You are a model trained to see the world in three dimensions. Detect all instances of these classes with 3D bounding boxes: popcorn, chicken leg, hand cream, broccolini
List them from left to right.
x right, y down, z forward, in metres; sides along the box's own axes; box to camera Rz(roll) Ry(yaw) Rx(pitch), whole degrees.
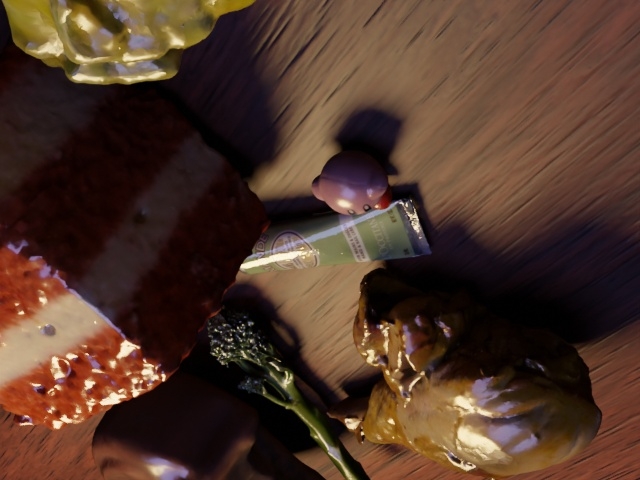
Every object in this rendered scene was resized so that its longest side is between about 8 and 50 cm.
[{"bbox_3d":[-0.161,-0.252,0.734,0.252,0.215,0.286,11,151,7],"label":"popcorn"},{"bbox_3d":[-0.030,0.242,1.280,0.392,0.074,0.079,56,169,-23],"label":"broccolini"},{"bbox_3d":[0.000,0.000,1.070,0.235,0.055,0.086,-7,135,21],"label":"hand cream"},{"bbox_3d":[0.120,0.156,1.141,0.295,0.182,0.409,45,149,-14],"label":"chicken leg"}]

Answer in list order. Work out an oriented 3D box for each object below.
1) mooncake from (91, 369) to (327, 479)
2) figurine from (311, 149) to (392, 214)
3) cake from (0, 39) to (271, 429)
[{"bbox_3d":[-0.148,0.331,1.333,0.334,0.174,0.326,25,151,17],"label":"mooncake"},{"bbox_3d":[0.030,-0.059,0.980,0.083,0.071,0.067,-4,92,13],"label":"figurine"},{"bbox_3d":[-0.271,-0.013,0.983,0.319,0.269,0.270,45,133,-17],"label":"cake"}]
